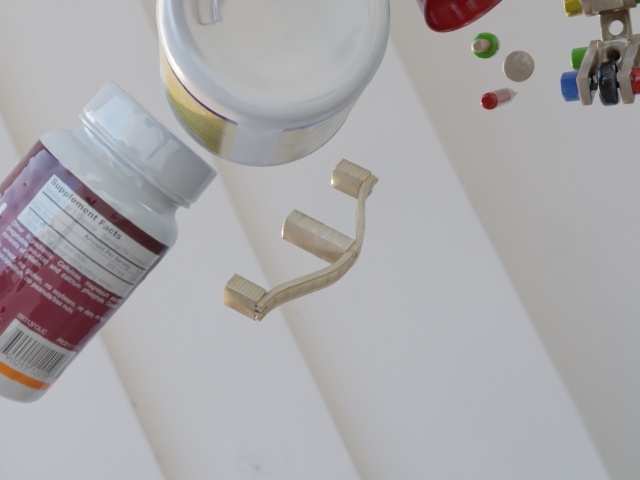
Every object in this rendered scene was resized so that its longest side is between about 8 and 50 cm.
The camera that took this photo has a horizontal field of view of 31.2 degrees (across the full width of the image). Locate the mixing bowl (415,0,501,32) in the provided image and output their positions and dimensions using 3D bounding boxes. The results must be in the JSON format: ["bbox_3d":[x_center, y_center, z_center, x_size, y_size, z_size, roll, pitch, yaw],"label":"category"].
[{"bbox_3d":[0.160,-0.337,1.304,0.181,0.098,0.181,-34,-22,-16],"label":"mixing bowl"}]

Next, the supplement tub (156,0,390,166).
[{"bbox_3d":[-0.062,-0.215,1.291,0.241,0.241,0.331,-25,-3,-9],"label":"supplement tub"}]

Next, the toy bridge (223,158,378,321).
[{"bbox_3d":[0.000,0.000,0.909,0.188,0.063,0.026,-48,-22,-41],"label":"toy bridge"}]

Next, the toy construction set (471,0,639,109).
[{"bbox_3d":[0.359,-0.288,1.542,0.308,0.257,0.237,-33,-3,22],"label":"toy construction set"}]

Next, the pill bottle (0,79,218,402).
[{"bbox_3d":[-0.331,-0.002,1.495,0.392,0.224,0.224,-49,-8,-1],"label":"pill bottle"}]
